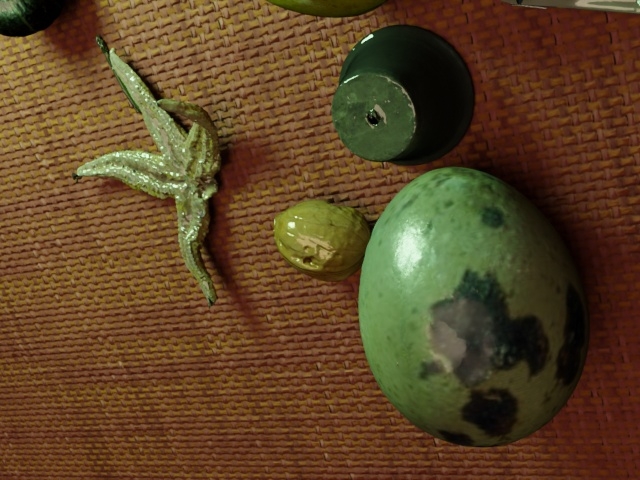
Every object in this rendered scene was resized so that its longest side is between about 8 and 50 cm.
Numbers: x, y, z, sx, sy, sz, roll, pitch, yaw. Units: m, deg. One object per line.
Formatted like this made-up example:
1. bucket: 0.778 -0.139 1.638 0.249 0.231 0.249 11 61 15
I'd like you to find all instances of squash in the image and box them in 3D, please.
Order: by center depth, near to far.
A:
1. squash: -0.554 -0.468 1.656 0.193 0.156 0.193 -2 113 -5

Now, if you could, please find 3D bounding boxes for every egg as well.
1. egg: 0.229 0.100 1.392 0.345 0.345 0.428 -6 92 29

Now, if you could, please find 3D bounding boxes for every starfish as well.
1. starfish: -0.294 -0.128 1.691 0.384 0.132 0.398 32 135 16

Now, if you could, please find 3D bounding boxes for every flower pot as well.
1. flower pot: 0.110 -0.210 1.436 0.235 0.148 0.235 11 117 22

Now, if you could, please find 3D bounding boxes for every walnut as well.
1. walnut: 0.000 0.000 1.591 0.180 0.144 0.144 19 119 9

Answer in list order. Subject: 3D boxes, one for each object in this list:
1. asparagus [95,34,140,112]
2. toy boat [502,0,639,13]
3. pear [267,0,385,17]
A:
1. asparagus: -0.383 -0.313 1.724 0.166 0.016 0.013 61 156 -9
2. toy boat: 0.339 -0.381 1.258 0.269 0.141 0.140 5 114 10
3. pear: 0.009 -0.452 1.310 0.294 0.294 0.294 10 115 23
